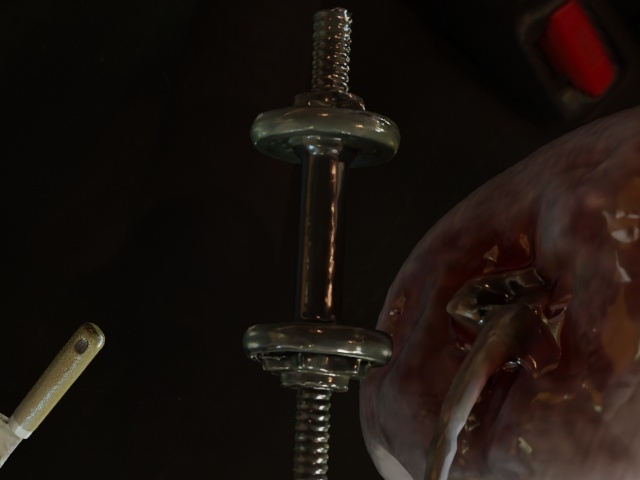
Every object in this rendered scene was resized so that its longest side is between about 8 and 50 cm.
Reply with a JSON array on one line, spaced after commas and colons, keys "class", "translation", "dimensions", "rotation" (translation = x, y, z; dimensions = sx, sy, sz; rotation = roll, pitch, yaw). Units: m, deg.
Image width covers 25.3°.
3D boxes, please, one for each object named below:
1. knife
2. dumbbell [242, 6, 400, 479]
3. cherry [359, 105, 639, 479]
[{"class": "knife", "translation": [-0.282, 0.169, 1.267], "dimensions": [0.047, 0.017, 0.298], "rotation": [43, 116, 4]}, {"class": "dumbbell", "translation": [0.000, 0.000, 0.751], "dimensions": [0.081, 0.081, 0.254], "rotation": [4, 79, -5]}, {"class": "cherry", "translation": [0.190, 0.090, 0.809], "dimensions": [0.326, 0.335, 0.291], "rotation": [-14, 47, 17]}]
